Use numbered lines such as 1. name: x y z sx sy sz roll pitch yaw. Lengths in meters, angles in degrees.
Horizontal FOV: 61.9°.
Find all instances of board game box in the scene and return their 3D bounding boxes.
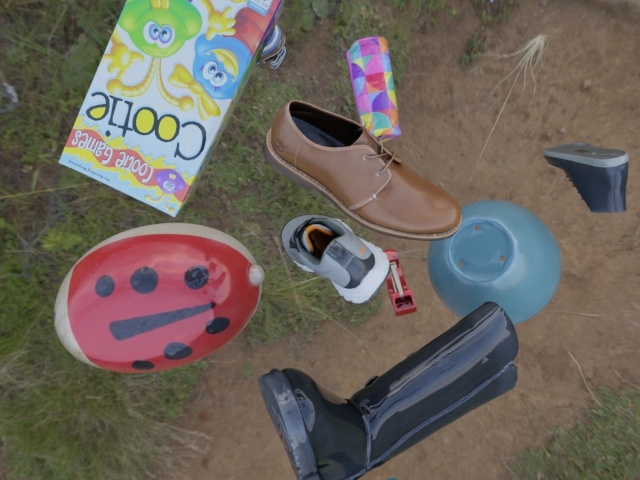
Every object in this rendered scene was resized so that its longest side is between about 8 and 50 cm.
1. board game box: -0.167 -0.191 0.633 0.144 0.142 0.275 26 102 -12

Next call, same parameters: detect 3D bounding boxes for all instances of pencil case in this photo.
1. pencil case: 0.120 -0.332 1.205 0.105 0.104 0.236 -8 92 14

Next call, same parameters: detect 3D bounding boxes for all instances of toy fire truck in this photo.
1. toy fire truck: 0.171 0.093 1.209 0.047 0.135 0.192 -16 60 4

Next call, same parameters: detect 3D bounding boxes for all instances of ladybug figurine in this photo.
1. ladybug figurine: -0.328 0.128 1.056 0.450 0.162 0.305 -19 107 9

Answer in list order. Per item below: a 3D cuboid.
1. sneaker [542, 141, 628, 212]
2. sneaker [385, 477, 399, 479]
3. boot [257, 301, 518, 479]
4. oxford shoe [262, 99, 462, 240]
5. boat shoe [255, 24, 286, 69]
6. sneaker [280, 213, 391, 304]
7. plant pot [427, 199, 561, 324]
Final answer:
1. sneaker: 0.525 -0.128 1.079 0.083 0.222 0.118 -15 109 -4
2. sneaker: 0.160 0.586 1.088 0.124 0.295 0.178 -28 49 4
3. boot: 0.141 0.234 0.881 0.445 0.367 0.146 -24 51 -13
4. oxford shoe: 0.048 -0.065 0.508 0.212 0.076 0.076 25 58 -6
5. boat shoe: -0.094 -0.325 0.896 0.066 0.066 0.183 -62 32 3
6. sneaker: 0.000 0.000 0.804 0.108 0.271 0.100 40 84 -28
7. plant pot: 0.356 0.036 1.142 0.290 0.195 0.290 -5 77 24
